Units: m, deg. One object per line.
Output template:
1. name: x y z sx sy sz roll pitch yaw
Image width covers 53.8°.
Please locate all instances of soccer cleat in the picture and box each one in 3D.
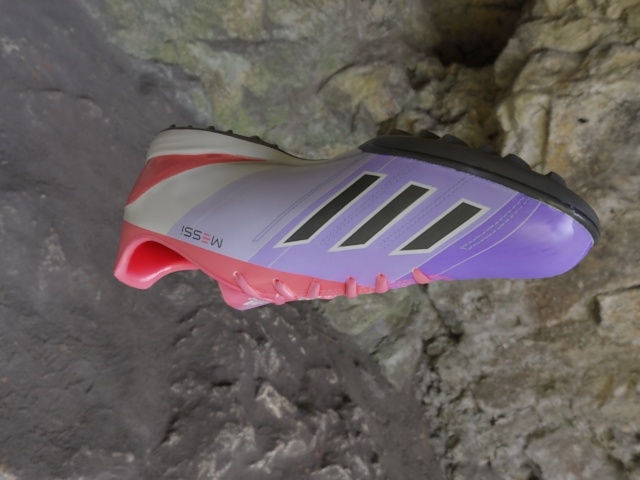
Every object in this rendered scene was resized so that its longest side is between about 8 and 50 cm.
1. soccer cleat: 0.000 0.000 0.395 0.108 0.318 0.116 45 61 -54
